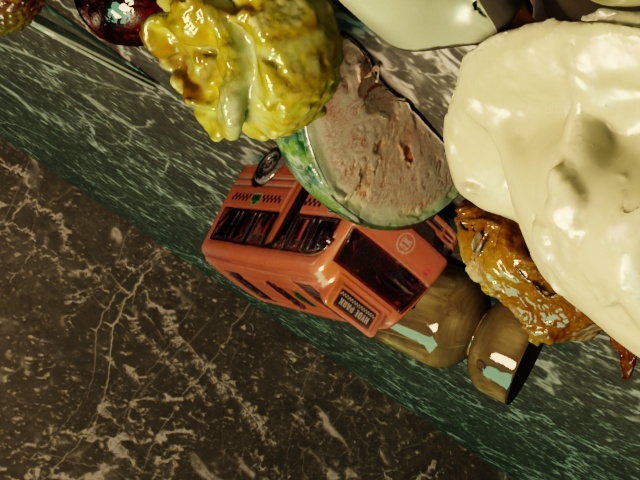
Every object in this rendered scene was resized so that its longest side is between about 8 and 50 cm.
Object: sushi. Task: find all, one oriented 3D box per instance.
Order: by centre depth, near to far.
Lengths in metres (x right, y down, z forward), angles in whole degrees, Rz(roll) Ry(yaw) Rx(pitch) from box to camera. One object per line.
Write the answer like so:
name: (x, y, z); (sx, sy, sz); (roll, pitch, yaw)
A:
sushi: (0.302, 0.050, 1.408); (0.297, 0.166, 0.179); (23, 147, -4)

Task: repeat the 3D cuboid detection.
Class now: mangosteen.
mangosteen: (-0.216, -0.304, 1.262); (0.153, 0.152, 0.152); (28, 166, 8)

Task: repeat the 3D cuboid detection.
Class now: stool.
stool: (0.233, 0.138, 1.788); (0.264, 0.179, 0.179); (26, 166, 20)

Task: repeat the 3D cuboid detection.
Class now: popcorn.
popcorn: (-0.073, -0.216, 1.136); (0.204, 0.184, 0.221); (-21, 98, 54)

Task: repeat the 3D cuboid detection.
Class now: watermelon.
watermelon: (0.056, -0.121, 1.349); (0.305, 0.180, 0.224); (37, -151, -40)

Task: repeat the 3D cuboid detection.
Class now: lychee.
lychee: (-0.465, -0.362, 1.509); (0.171, 0.171, 0.171); (28, 166, 8)

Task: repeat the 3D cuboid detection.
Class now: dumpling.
dumpling: (0.252, -0.052, 0.769); (0.395, 0.233, 0.315); (27, 155, 38)

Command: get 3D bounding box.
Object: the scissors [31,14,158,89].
scissors: (-0.453, -0.349, 1.683); (0.447, 0.029, 0.192); (27, -159, -23)

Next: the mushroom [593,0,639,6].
mushroom: (0.185, -0.224, 0.638); (0.267, 0.164, 0.189); (18, 161, 40)

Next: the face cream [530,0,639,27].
face cream: (0.226, -0.181, 0.891); (0.154, 0.096, 0.274); (25, 179, 7)

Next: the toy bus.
toy bus: (0.000, 0.000, 1.665); (0.203, 0.233, 0.427); (38, 165, -28)

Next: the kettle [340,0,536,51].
kettle: (0.050, -0.249, 0.773); (0.255, 0.165, 0.240); (43, -173, -42)
